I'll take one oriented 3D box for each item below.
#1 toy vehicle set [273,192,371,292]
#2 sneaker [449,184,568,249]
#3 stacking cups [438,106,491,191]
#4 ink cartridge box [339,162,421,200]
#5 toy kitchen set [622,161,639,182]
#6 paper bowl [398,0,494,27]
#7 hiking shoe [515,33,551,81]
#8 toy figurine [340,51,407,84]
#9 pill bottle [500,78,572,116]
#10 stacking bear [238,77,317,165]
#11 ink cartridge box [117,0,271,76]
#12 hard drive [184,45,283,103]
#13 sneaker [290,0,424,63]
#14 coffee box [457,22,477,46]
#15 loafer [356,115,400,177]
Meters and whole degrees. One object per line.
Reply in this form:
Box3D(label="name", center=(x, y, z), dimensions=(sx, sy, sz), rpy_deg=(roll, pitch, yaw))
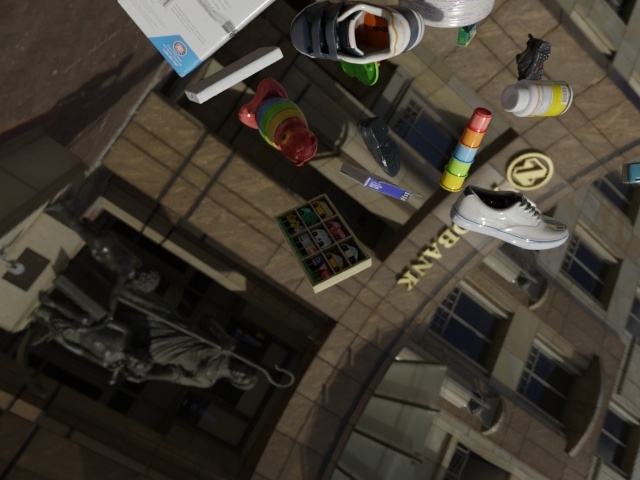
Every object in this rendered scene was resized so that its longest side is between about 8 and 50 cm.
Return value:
Box3D(label="toy vehicle set", center=(0.000, 0.000, 1.266), dimensions=(0.166, 0.035, 0.267), rpy_deg=(-27, -126, -8))
Box3D(label="sneaker", center=(0.405, -0.050, 0.972), dimensions=(0.091, 0.258, 0.094), rpy_deg=(108, -10, -46))
Box3D(label="stacking cups", center=(0.523, -0.331, 1.705), dimensions=(0.096, 0.096, 0.316), rpy_deg=(-73, 175, -48))
Box3D(label="ink cartridge box", center=(0.215, -0.202, 1.690), dimensions=(0.224, 0.223, 0.045), rpy_deg=(38, -70, 51))
Box3D(label="toy kitchen set", center=(0.842, -0.249, 1.155), dimensions=(0.122, 0.207, 0.166), rpy_deg=(-5, -174, 13))
Box3D(label="paper bowl", center=(0.375, -0.762, 1.365), dimensions=(0.148, 0.284, 0.284), rpy_deg=(87, 24, -55))
Box3D(label="hiking shoe", center=(0.808, -0.679, 1.819), dimensions=(0.227, 0.086, 0.114), rpy_deg=(98, -26, -46))
Box3D(label="toy figurine", center=(0.159, -0.509, 1.251), dimensions=(0.159, 0.130, 0.173), rpy_deg=(-33, -156, -15))
Box3D(label="pill bottle", center=(0.703, -0.466, 1.531), dimensions=(0.117, 0.215, 0.117), rpy_deg=(174, -90, -69))
Box3D(label="stacking bear", center=(-0.111, -0.357, 1.494), dimensions=(0.175, 0.164, 0.289), rpy_deg=(-48, -128, 17))
Box3D(label="ink cartridge box", center=(-0.292, -0.594, 1.145), dimensions=(0.307, 0.223, 0.129), rpy_deg=(-32, -157, 18))
Box3D(label="hard drive", center=(-0.292, -0.550, 1.548), dimensions=(0.307, 0.040, 0.203), rpy_deg=(-34, -150, -11))
Box3D(label="sneaker", center=(0.048, -0.448, 0.999), dimensions=(0.321, 0.126, 0.127), rpy_deg=(11, -146, 31))
Box3D(label="coffee box", center=(0.556, -0.835, 1.741), dimensions=(0.113, 0.040, 0.184), rpy_deg=(-53, 153, -31))
Box3D(label="loafer", center=(0.142, -0.224, 1.115), dimensions=(0.062, 0.170, 0.061), rpy_deg=(-46, -141, -20))
